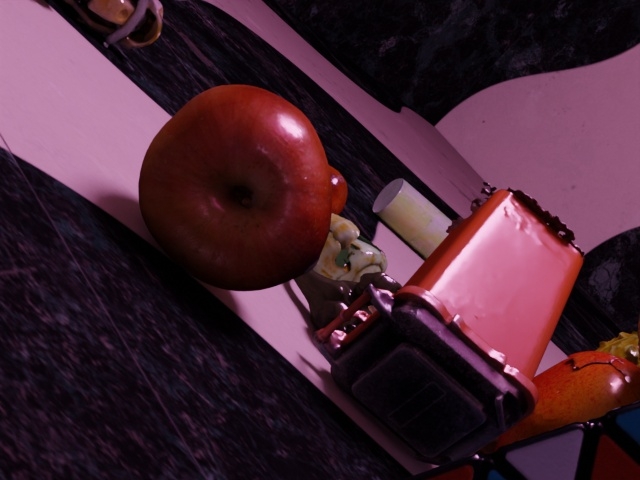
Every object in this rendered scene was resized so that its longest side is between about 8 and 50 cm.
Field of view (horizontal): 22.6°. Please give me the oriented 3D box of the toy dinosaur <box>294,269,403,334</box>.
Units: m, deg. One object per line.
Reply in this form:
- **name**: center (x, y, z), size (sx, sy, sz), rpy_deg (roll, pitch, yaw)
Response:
- **toy dinosaur**: center (0.025, 0.098, 1.624), size (0.187, 0.087, 0.179), rpy_deg (58, -28, -2)

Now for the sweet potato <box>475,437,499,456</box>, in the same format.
- **sweet potato**: center (0.202, 0.218, 1.716), size (0.065, 0.051, 0.218), rpy_deg (53, 13, 32)

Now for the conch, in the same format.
- **conch**: center (0.000, 0.000, 1.743), size (0.170, 0.079, 0.106), rpy_deg (38, -19, 34)

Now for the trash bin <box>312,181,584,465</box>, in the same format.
- **trash bin**: center (0.127, 0.065, 1.496), size (0.184, 0.161, 0.239), rpy_deg (40, 49, -5)

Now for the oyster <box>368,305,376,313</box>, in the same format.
- **oyster**: center (0.046, 0.065, 1.794), size (0.051, 0.034, 0.093), rpy_deg (17, 36, -34)

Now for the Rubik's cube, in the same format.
- **Rubik's cube**: center (0.190, 0.289, 1.330), size (0.250, 0.284, 0.234), rpy_deg (0, 62, -40)

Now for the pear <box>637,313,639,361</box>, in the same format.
- **pear**: center (0.453, 0.109, 1.434), size (0.348, 0.348, 0.348), rpy_deg (42, 10, -9)

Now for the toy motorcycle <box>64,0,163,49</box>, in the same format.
- **toy motorcycle**: center (-0.262, -0.293, 1.879), size (0.130, 0.094, 0.229), rpy_deg (51, 17, 26)

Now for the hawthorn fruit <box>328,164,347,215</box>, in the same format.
- **hawthorn fruit**: center (-0.006, -0.055, 1.954), size (0.081, 0.081, 0.093), rpy_deg (46, 1, 11)

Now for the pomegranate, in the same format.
- **pomegranate**: center (0.277, 0.218, 1.571), size (0.210, 0.210, 0.235), rpy_deg (39, 7, -25)

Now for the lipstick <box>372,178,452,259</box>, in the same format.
- **lipstick**: center (0.212, 0.025, 2.486), size (0.304, 0.076, 0.076), rpy_deg (41, 10, -17)

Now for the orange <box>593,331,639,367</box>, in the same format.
- **orange**: center (0.392, 0.257, 1.802), size (0.301, 0.223, 0.300), rpy_deg (47, -6, 21)

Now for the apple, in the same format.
- **apple**: center (-0.073, -0.045, 1.402), size (0.199, 0.199, 0.199), rpy_deg (42, 10, -9)
